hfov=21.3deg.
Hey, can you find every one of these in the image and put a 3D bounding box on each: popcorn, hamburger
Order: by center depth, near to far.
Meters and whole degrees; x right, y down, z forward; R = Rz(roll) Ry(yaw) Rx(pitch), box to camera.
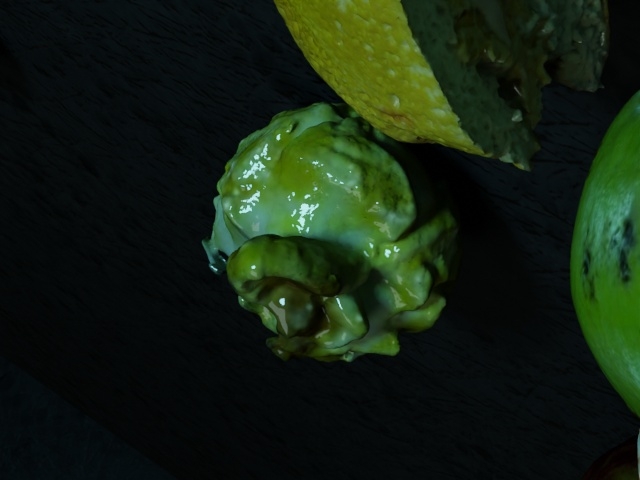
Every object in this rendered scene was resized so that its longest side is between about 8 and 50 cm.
[{"bbox_3d":[0.031,-0.173,0.816,0.156,0.144,0.283,25,153,50],"label":"hamburger"},{"bbox_3d":[0.000,0.000,1.176,0.198,0.212,0.198,11,124,17],"label":"popcorn"}]

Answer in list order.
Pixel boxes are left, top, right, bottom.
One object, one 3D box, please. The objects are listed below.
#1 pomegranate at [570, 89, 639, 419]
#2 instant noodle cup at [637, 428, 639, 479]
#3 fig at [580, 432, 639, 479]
[{"bbox_3d":[0.253,0.027,0.725,0.302,0.236,0.236,40,160,6],"label":"pomegranate"},{"bbox_3d":[0.303,0.117,0.907,0.213,0.213,0.174,40,152,-3],"label":"instant noodle cup"},{"bbox_3d":[0.331,0.253,1.200,0.321,0.217,0.217,14,157,3],"label":"fig"}]
